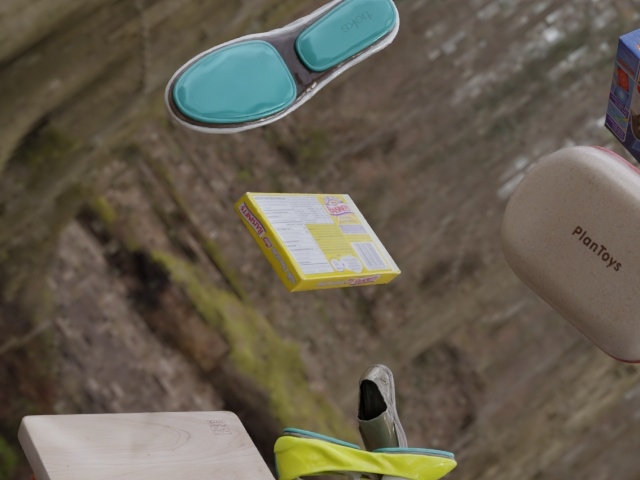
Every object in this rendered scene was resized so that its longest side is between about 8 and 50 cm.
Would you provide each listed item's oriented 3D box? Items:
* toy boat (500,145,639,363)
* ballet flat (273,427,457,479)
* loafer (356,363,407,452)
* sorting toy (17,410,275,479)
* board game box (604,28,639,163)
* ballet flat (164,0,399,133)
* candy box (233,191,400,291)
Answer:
[{"bbox_3d":[0.285,0.014,1.608,0.231,0.151,0.151,44,13,32],"label":"toy boat"},{"bbox_3d":[0.053,0.283,2.069,0.077,0.231,0.077,136,-38,-67],"label":"ballet flat"},{"bbox_3d":[0.071,0.232,2.149,0.050,0.056,0.148,-7,85,-60],"label":"loafer"},{"bbox_3d":[-0.164,0.296,1.762,0.255,0.257,0.089,54,-49,43],"label":"sorting toy"},{"bbox_3d":[0.368,-0.104,1.733,0.201,0.035,0.136,54,-21,32],"label":"board game box"},{"bbox_3d":[-0.060,-0.256,2.548,0.139,0.400,0.139,48,-24,30],"label":"ballet flat"},{"bbox_3d":[0.000,0.000,1.687,0.105,0.027,0.206,54,24,18],"label":"candy box"}]
